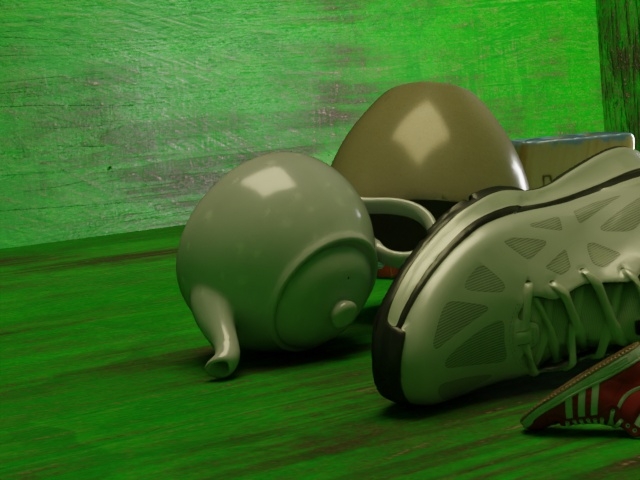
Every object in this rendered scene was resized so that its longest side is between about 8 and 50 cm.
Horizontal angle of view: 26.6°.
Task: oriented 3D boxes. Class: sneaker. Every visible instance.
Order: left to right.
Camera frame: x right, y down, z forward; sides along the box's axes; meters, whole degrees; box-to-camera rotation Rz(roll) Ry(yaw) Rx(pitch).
[{"bbox_3d":[0.220,0.137,1.072,0.118,0.067,0.042,-36,-6,25],"label":"sneaker"},{"bbox_3d":[0.269,0.048,1.250,0.448,0.169,0.258,-28,37,-35],"label":"sneaker"}]

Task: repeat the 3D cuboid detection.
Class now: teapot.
[{"bbox_3d":[-0.022,0.033,1.533,0.187,0.256,0.252,38,10,36],"label":"teapot"}]

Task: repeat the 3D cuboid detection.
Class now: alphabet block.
[{"bbox_3d":[0.407,-0.075,2.239,0.194,0.197,0.192,-5,5,-4],"label":"alphabet block"}]

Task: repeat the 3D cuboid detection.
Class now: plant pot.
[{"bbox_3d":[0.140,-0.096,1.769,0.284,0.190,0.284,3,-17,1],"label":"plant pot"}]

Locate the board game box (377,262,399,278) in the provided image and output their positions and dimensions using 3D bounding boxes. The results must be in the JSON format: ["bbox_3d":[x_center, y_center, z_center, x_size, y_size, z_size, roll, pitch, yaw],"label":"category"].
[{"bbox_3d":[0.100,0.011,2.308,0.242,0.064,0.317,-10,7,-40],"label":"board game box"}]
